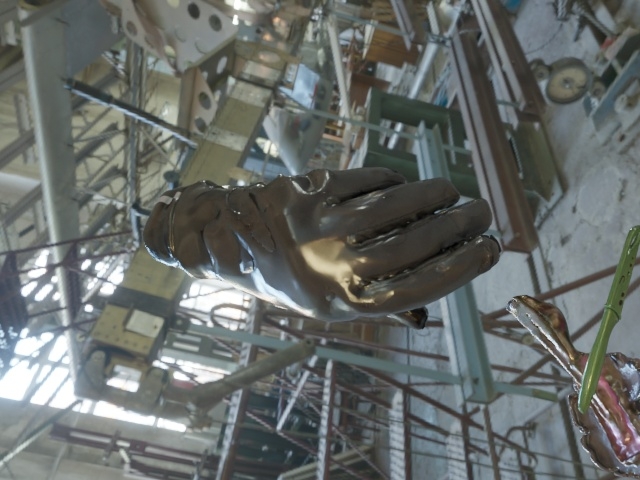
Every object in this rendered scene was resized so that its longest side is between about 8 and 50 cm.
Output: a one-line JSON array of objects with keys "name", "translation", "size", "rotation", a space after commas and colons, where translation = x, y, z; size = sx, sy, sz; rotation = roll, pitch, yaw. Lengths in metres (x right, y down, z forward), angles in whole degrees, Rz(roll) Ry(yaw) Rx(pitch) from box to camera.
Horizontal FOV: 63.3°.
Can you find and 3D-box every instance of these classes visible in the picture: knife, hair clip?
[{"name": "knife", "translation": [0.303, 0.084, 0.542], "size": [0.014, 0.030, 0.207], "rotation": [23, 102, 57]}, {"name": "hair clip", "translation": [0.402, 0.201, 0.784], "size": [0.300, 0.069, 0.173], "rotation": [61, 152, 30]}]

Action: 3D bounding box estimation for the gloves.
[{"name": "gloves", "translation": [-0.008, 0.006, 0.411], "size": [0.119, 0.286, 0.142], "rotation": [-67, -32, -52]}]
